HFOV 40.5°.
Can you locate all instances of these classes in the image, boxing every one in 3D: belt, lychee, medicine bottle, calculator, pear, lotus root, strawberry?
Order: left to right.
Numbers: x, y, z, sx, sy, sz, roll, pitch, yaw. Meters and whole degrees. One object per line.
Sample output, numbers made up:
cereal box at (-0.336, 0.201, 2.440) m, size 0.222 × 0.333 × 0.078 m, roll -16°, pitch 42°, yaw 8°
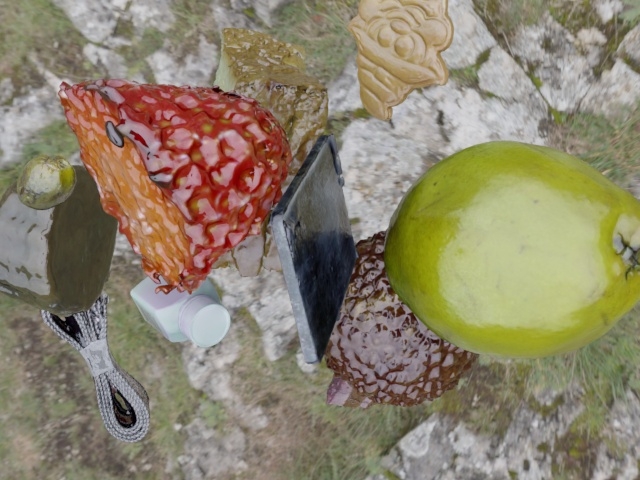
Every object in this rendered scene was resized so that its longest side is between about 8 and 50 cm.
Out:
lotus root at (-0.299, -0.059, 0.939) m, size 0.099 × 0.054 × 0.049 m, roll -29°, pitch 67°, yaw 50°
belt at (-0.428, 0.228, 1.678) m, size 0.126 × 0.094 × 0.360 m, roll -25°, pitch 109°, yaw -17°
medicine bottle at (-0.153, 0.074, 0.981) m, size 0.118 × 0.074 × 0.055 m, roll 26°, pitch 144°, yaw 48°
strawberry at (-0.123, -0.083, 0.814) m, size 0.178 × 0.234 × 0.234 m, roll -34°, pitch 83°, yaw -25°
calculator at (0.000, 0.000, 0.889) m, size 0.021 × 0.262 × 0.161 m, roll -7°, pitch 111°, yaw 14°
lychee at (0.112, 0.088, 1.128) m, size 0.236 × 0.236 × 0.271 m, roll 41°, pitch 106°, yaw 10°
pear at (0.180, 0.010, 0.832) m, size 0.269 × 0.212 × 0.212 m, roll 2°, pitch 95°, yaw 46°

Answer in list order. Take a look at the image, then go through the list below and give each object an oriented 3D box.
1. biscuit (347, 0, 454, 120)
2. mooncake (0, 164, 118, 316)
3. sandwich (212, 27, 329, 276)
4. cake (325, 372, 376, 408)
biscuit at (0.108, -0.278, 1.141) m, size 0.162 × 0.035 × 0.250 m, roll 26°, pitch 112°, yaw 24°
mooncake at (-0.394, -0.006, 1.283) m, size 0.124 × 0.228 × 0.228 m, roll 9°, pitch 96°, yaw 14°
sandwich at (-0.088, -0.132, 1.171) m, size 0.131 × 0.325 × 0.262 m, roll 6°, pitch 115°, yaw -13°
cake at (0.095, 0.182, 1.443) m, size 0.115 × 0.113 × 0.295 m, roll 8°, pitch 133°, yaw -16°
